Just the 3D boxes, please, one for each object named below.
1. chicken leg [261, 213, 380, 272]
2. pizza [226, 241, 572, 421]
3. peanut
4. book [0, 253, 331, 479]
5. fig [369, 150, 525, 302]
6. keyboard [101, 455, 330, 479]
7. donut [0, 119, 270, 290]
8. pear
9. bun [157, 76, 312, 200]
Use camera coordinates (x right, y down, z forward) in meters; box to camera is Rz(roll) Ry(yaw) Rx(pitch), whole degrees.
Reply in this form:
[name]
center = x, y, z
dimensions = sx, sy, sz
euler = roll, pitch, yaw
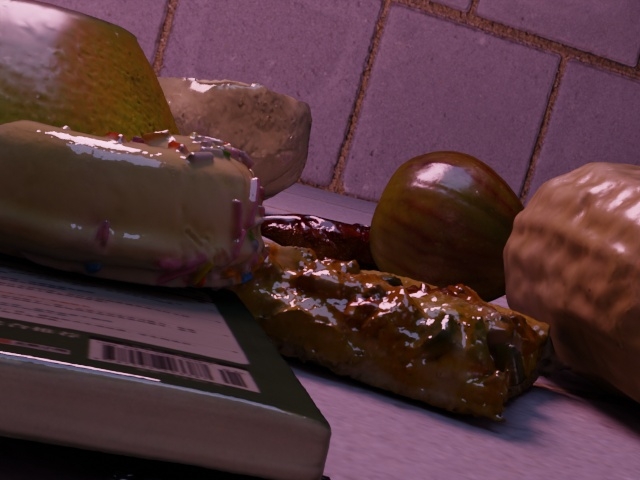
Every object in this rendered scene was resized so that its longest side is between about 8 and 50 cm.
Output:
[chicken leg]
center = 0.005, 0.002, 1.090
dimensions = 0.219, 0.048, 0.089
euler = 11, 4, -41
[pizza]
center = 0.047, 0.047, 0.649
dimensions = 0.292, 0.058, 0.197
euler = 13, 6, -25
[peanut]
center = 0.230, 0.042, 0.732
dimensions = 0.174, 0.158, 0.340
euler = 59, -3, -14
[book]
center = -0.116, 0.030, 0.444
dimensions = 0.202, 0.027, 0.264
euler = 11, 4, -12
[fig]
center = 0.136, -0.004, 1.007
dimensions = 0.186, 0.142, 0.148
euler = 4, 28, 19
[keyboard]
center = 0.036, 0.094, 0.351
dimensions = 0.204, 0.013, 0.061
euler = 15, 4, 3
[donut]
center = -0.082, -0.019, 0.537
dimensions = 0.108, 0.065, 0.166
euler = 16, 9, 34
[pear]
center = -0.274, -0.123, 0.956
dimensions = 0.399, 0.165, 0.399
euler = 15, 5, -1
[bun]
center = -0.139, -0.121, 1.430
dimensions = 0.259, 0.152, 0.259
euler = 5, -2, 0
